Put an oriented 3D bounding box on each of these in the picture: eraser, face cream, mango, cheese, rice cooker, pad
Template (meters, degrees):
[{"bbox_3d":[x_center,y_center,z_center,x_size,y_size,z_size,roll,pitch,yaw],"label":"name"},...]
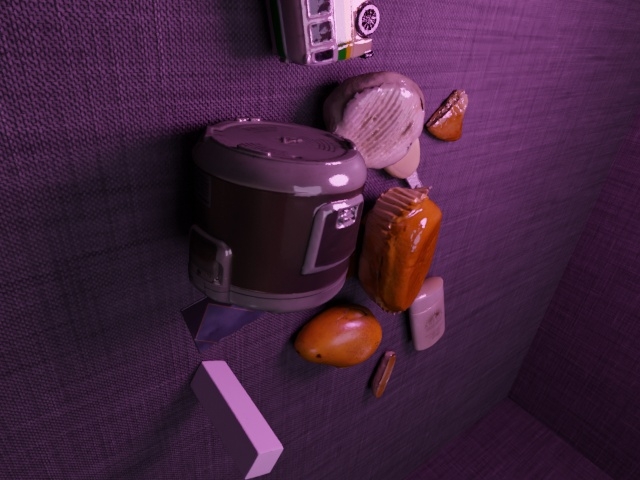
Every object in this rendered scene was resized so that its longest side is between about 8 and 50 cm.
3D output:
[{"bbox_3d":[-0.210,0.417,1.024,0.076,0.298,0.078,17,106,-47],"label":"eraser"},{"bbox_3d":[0.414,0.278,1.652,0.174,0.081,0.348,-35,135,-20],"label":"face cream"},{"bbox_3d":[0.059,0.286,1.294,0.291,0.160,0.190,-6,127,-28],"label":"mango"},{"bbox_3d":[0.242,-0.207,1.193,0.127,0.054,0.251,-46,138,-3],"label":"cheese"},{"bbox_3d":[-0.086,-0.040,0.809,0.336,0.335,0.324,-12,124,-37],"label":"rice cooker"},{"bbox_3d":[-0.217,0.169,1.071,0.243,0.004,0.163,-29,133,-25],"label":"pad"}]

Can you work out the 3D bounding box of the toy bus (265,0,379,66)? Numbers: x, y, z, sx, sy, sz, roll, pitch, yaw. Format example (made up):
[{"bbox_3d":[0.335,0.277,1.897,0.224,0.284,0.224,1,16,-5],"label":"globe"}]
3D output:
[{"bbox_3d":[-0.012,-0.465,0.723,0.179,0.143,0.305,-27,134,-24],"label":"toy bus"}]

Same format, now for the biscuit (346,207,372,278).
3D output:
[{"bbox_3d":[0.112,0.012,1.233,0.236,0.039,0.180,-52,142,-1],"label":"biscuit"}]

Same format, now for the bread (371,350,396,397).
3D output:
[{"bbox_3d":[0.242,0.526,1.688,0.073,0.053,0.214,-2,115,-46],"label":"bread"}]

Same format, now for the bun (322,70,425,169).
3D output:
[{"bbox_3d":[0.118,-0.274,0.964,0.240,0.141,0.239,-12,139,-11],"label":"bun"}]

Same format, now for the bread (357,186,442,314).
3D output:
[{"bbox_3d":[0.222,0.042,1.192,0.236,0.183,0.388,-33,138,-24],"label":"bread"}]

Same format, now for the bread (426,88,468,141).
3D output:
[{"bbox_3d":[0.356,-0.338,1.208,0.136,0.054,0.154,-24,128,-25],"label":"bread"}]
